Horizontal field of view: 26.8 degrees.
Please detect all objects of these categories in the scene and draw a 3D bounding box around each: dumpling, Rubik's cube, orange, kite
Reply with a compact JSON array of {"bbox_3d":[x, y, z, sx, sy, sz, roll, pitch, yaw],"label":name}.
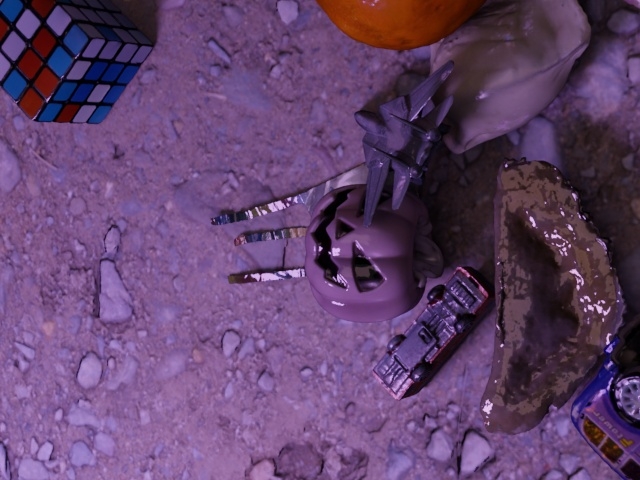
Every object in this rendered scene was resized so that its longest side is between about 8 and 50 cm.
[{"bbox_3d":[0.206,-0.224,1.585,0.252,0.131,0.179,-40,57,46],"label":"dumpling"},{"bbox_3d":[0.281,0.070,1.596,0.166,0.086,0.332,5,95,13],"label":"dumpling"},{"bbox_3d":[-0.358,-0.267,1.862,0.155,0.154,0.151,45,111,17],"label":"Rubik's cube"},{"bbox_3d":[0.100,-0.360,1.553,0.284,0.226,0.283,-42,30,32],"label":"orange"},{"bbox_3d":[-0.001,0.000,1.775,0.310,0.015,0.169,-16,87,26],"label":"kite"}]

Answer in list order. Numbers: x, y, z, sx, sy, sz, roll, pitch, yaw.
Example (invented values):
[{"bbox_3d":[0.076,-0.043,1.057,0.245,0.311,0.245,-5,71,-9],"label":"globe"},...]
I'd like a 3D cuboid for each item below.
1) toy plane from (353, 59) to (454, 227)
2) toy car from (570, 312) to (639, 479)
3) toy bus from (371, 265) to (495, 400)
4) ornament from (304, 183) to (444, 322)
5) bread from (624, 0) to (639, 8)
[{"bbox_3d":[0.091,-0.125,1.619,0.088,0.267,0.212,26,96,-11],"label":"toy plane"},{"bbox_3d":[0.401,0.206,1.510,0.235,0.172,0.158,46,130,12],"label":"toy car"},{"bbox_3d":[0.145,0.114,1.673,0.065,0.077,0.192,47,114,20],"label":"toy bus"},{"bbox_3d":[0.068,0.014,1.645,0.178,0.177,0.177,2,94,27],"label":"ornament"},{"bbox_3d":[0.423,-0.297,1.440,0.338,0.187,0.155,33,111,22],"label":"bread"}]
